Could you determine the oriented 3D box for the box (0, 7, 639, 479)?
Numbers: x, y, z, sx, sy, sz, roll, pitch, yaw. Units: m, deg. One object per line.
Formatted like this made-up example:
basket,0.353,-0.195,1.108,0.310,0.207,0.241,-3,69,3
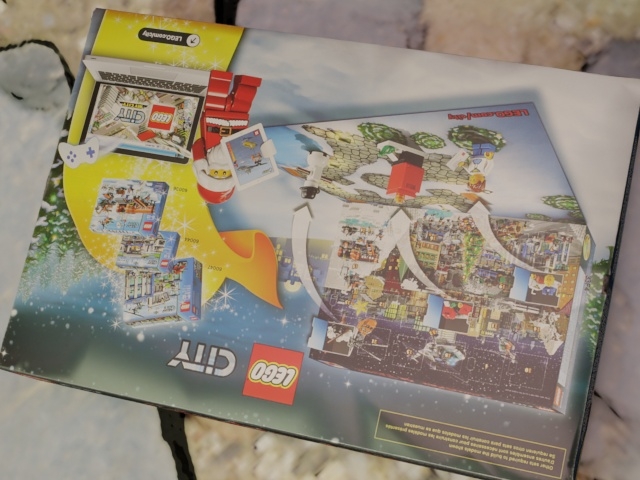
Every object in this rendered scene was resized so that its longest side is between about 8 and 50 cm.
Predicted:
box,0.000,0.000,0.483,0.233,0.044,0.159,10,80,15
